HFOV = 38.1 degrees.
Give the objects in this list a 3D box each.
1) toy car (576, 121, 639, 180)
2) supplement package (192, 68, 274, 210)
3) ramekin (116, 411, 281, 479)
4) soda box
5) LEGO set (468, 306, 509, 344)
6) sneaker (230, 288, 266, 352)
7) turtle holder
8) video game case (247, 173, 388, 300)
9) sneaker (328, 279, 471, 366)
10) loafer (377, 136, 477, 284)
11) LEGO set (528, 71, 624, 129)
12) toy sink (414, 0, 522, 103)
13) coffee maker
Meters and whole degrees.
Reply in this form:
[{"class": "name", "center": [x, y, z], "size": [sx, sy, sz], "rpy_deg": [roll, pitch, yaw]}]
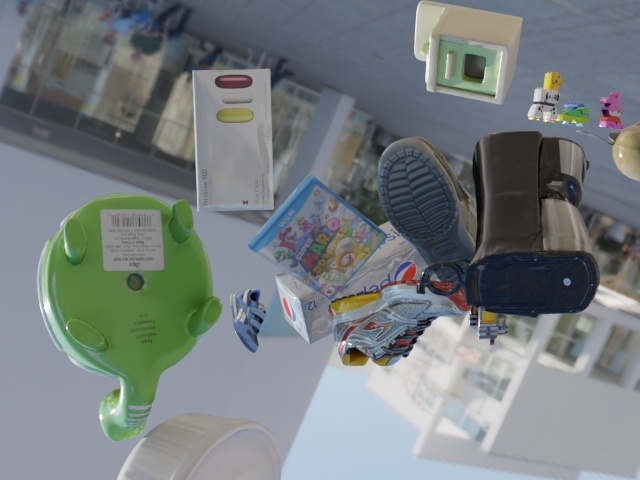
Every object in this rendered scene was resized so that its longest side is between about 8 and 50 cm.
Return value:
[{"class": "toy car", "center": [0.447, -0.136, 1.240], "size": [0.155, 0.149, 0.188], "rpy_deg": [0, -167, -38]}, {"class": "supplement package", "center": [-0.169, -0.196, 1.794], "size": [0.145, 0.262, 0.204], "rpy_deg": [-2, -172, -5]}, {"class": "ramekin", "center": [-0.183, 0.374, 1.336], "size": [0.127, 0.273, 0.273], "rpy_deg": [16, -178, 31]}, {"class": "soda box", "center": [0.073, 0.057, 1.541], "size": [0.286, 0.098, 0.091], "rpy_deg": [-26, -144, -20]}, {"class": "LEGO set", "center": [0.468, 0.143, 2.371], "size": [0.255, 0.192, 0.331], "rpy_deg": [-5, -162, -15]}, {"class": "sneaker", "center": [-0.135, 0.151, 1.797], "size": [0.053, 0.059, 0.144], "rpy_deg": [53, -163, -50]}, {"class": "turtle holder", "center": [-0.273, 0.097, 1.338], "size": [0.320, 0.243, 0.227], "rpy_deg": [59, 150, -6]}, {"class": "video game case", "center": [0.000, 0.000, 1.188], "size": [0.166, 0.119, 0.015], "rpy_deg": [36, -171, -42]}, {"class": "sneaker", "center": [0.099, 0.101, 1.110], "size": [0.088, 0.093, 0.225], "rpy_deg": [5, 162, -34]}, {"class": "loafer", "center": [0.145, -0.035, 1.166], "size": [0.251, 0.094, 0.087], "rpy_deg": [59, -155, -33]}, {"class": "LEGO set", "center": [0.469, -0.270, 1.760], "size": [0.227, 0.093, 0.087], "rpy_deg": [3, -174, -30]}, {"class": "toy sink", "center": [0.303, -0.408, 2.015], "size": [0.234, 0.153, 0.131], "rpy_deg": [16, -133, 15]}, {"class": "coffee maker", "center": [0.195, -0.024, 0.956], "size": [0.171, 0.120, 0.178], "rpy_deg": [14, -132, -8]}]
